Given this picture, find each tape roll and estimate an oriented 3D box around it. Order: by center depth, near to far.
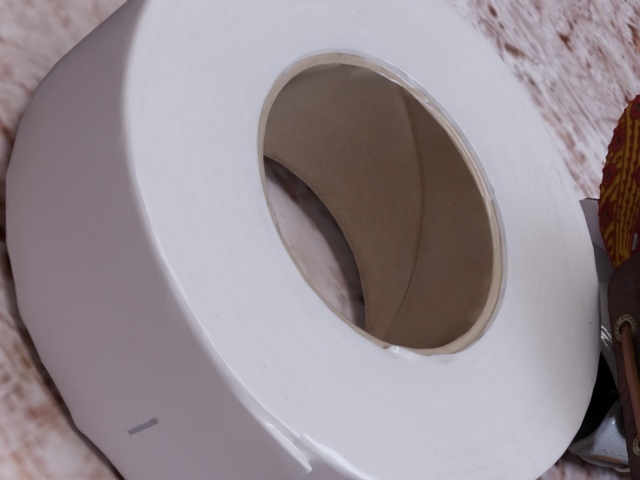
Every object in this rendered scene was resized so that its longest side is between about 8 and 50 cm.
[{"bbox_3d":[0.000,0.000,0.714,0.286,0.100,0.286,22,54,-35],"label":"tape roll"}]

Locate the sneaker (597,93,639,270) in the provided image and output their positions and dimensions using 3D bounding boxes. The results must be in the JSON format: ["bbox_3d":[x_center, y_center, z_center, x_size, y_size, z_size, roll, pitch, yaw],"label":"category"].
[{"bbox_3d":[0.192,0.004,0.823,0.067,0.064,0.175,-1,76,-22],"label":"sneaker"}]

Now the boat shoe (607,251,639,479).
[{"bbox_3d":[0.189,0.158,0.696,0.123,0.123,0.342,8,69,-43],"label":"boat shoe"}]

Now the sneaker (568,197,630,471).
[{"bbox_3d":[0.193,0.105,0.866,0.262,0.099,0.121,43,48,-2],"label":"sneaker"}]
